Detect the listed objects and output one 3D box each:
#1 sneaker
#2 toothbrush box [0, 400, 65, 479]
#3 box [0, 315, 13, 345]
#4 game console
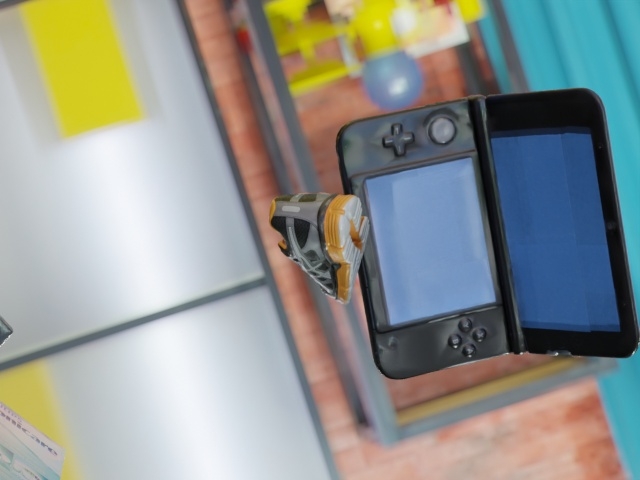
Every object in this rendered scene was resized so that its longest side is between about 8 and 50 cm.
[{"bbox_3d":[0.000,0.000,1.803,0.083,0.084,0.215,10,160,9],"label":"sneaker"},{"bbox_3d":[-0.380,0.307,1.826,0.216,0.126,0.295,-49,-166,9],"label":"toothbrush box"},{"bbox_3d":[-0.564,0.037,2.096,0.183,0.294,0.296,-51,146,-14],"label":"box"},{"bbox_3d":[0.174,-0.001,1.915,0.250,0.293,0.173,-12,-171,-13],"label":"game console"}]
